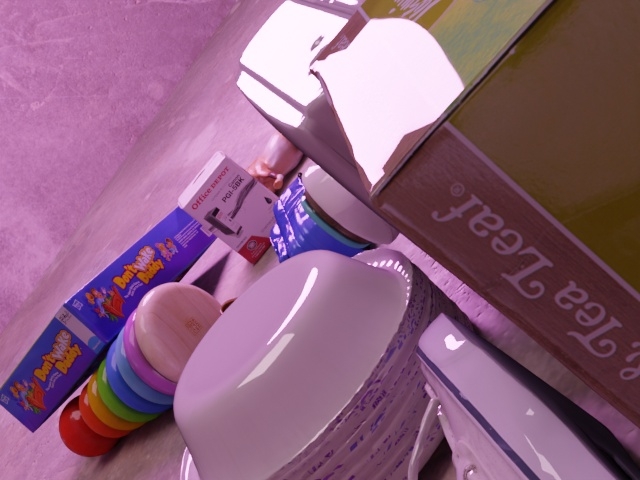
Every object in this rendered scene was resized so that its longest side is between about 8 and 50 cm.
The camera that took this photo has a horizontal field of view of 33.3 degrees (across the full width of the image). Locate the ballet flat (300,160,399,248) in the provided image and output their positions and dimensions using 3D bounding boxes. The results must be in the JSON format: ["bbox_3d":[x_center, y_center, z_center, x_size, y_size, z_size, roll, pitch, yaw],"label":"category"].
[{"bbox_3d":[0.080,-0.096,1.070,0.139,0.139,0.400,-45,2,17],"label":"ballet flat"}]

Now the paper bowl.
[{"bbox_3d":[-0.015,0.122,0.930,0.284,0.148,0.284,-40,17,15],"label":"paper bowl"}]

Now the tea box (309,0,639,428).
[{"bbox_3d":[0.225,-0.069,0.489,0.323,0.329,0.220,-47,20,11],"label":"tea box"}]

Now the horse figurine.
[{"bbox_3d":[-0.051,-0.135,1.638,0.263,0.066,0.174,-52,25,3],"label":"horse figurine"}]

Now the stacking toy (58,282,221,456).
[{"bbox_3d":[-0.252,0.189,1.412,0.330,0.141,0.141,-40,22,39],"label":"stacking toy"}]

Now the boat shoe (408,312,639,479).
[{"bbox_3d":[0.117,0.178,0.618,0.156,0.136,0.367,-52,29,7],"label":"boat shoe"}]

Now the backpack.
[{"bbox_3d":[0.000,0.000,1.236,0.101,0.098,0.120,-56,30,15],"label":"backpack"}]

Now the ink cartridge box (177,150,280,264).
[{"bbox_3d":[-0.120,-0.047,1.521,0.099,0.135,0.056,-51,19,2],"label":"ink cartridge box"}]

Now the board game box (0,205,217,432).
[{"bbox_3d":[-0.305,0.102,1.577,0.233,0.078,0.347,-47,2,33],"label":"board game box"}]

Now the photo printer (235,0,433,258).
[{"bbox_3d":[0.095,-0.043,0.766,0.107,0.307,0.256,-51,22,4],"label":"photo printer"}]

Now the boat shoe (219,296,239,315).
[{"bbox_3d":[-0.066,0.088,1.270,0.178,0.060,0.064,-17,39,58],"label":"boat shoe"}]
